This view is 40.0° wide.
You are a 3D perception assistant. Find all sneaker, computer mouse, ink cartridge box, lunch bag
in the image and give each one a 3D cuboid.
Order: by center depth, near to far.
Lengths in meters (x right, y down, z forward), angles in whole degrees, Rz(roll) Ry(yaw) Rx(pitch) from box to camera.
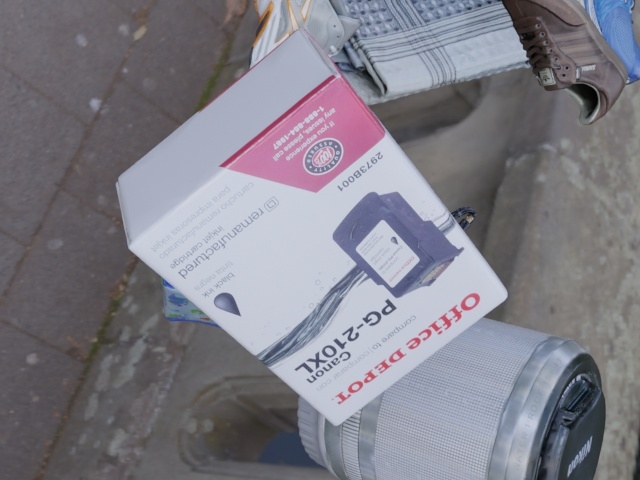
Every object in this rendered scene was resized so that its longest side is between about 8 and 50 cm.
[{"bbox_3d":[0.000,0.000,0.633,0.237,0.172,0.100,47,9,-35],"label":"ink cartridge box"},{"bbox_3d":[0.245,-0.194,0.902,0.188,0.066,0.071,35,77,-24],"label":"sneaker"},{"bbox_3d":[-0.017,-0.220,1.012,0.099,0.121,0.262,-71,167,-70],"label":"sneaker"},{"bbox_3d":[-0.136,0.009,1.020,0.096,0.129,0.151,10,67,-5],"label":"lunch bag"},{"bbox_3d":[0.397,-0.357,1.189,0.330,0.147,0.129,57,20,-33],"label":"sneaker"},{"bbox_3d":[0.172,0.046,1.396,0.071,0.041,0.242,36,91,-41],"label":"computer mouse"}]

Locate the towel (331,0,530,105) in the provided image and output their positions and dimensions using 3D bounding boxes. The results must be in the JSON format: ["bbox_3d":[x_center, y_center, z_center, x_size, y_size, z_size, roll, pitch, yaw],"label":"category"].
[{"bbox_3d":[0.104,-0.335,1.160,0.324,0.056,0.312,-18,75,-25],"label":"towel"}]

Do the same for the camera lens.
[{"bbox_3d":[0.142,0.186,0.930,0.219,0.274,0.219,-23,119,-51],"label":"camera lens"}]
